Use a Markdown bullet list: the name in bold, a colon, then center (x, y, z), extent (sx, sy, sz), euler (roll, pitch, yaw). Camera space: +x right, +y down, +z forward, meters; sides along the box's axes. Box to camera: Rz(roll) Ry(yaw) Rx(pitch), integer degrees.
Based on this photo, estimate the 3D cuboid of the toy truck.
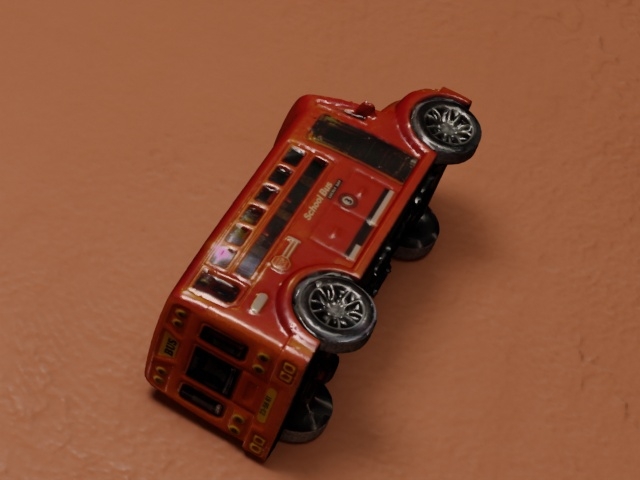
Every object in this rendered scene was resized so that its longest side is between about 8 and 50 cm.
- **toy truck**: center (0.000, 0.000, 1.133), extent (0.114, 0.107, 0.253), euler (27, 48, 5)
